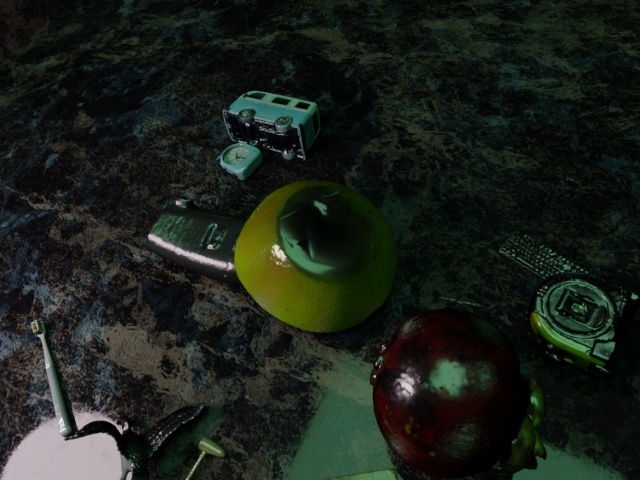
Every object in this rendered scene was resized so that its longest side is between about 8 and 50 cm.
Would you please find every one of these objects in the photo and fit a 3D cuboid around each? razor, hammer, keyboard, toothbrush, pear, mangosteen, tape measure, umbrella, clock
[{"bbox_3d":[-0.281,0.002,1.265,0.326,0.107,0.189,16,61,17],"label":"razor"},{"bbox_3d":[-0.266,0.500,0.977,0.060,0.028,0.195,26,68,20],"label":"hammer"},{"bbox_3d":[0.522,0.058,1.093,0.072,0.023,0.231,-43,58,-14],"label":"keyboard"},{"bbox_3d":[-0.657,0.325,1.181,0.025,0.030,0.342,-34,57,-6],"label":"toothbrush"},{"bbox_3d":[-0.003,0.001,1.104,0.397,0.165,0.400,2,61,-4],"label":"pear"},{"bbox_3d":[0.238,0.272,0.861,0.310,0.311,0.312,-6,55,9],"label":"mangosteen"},{"bbox_3d":[0.511,0.156,0.971,0.186,0.112,0.199,22,68,30],"label":"tape measure"},{"bbox_3d":[0.323,0.141,1.089,0.122,0.013,0.022,15,39,23],"label":"umbrella"},{"bbox_3d":[-0.257,-0.251,1.477,0.147,0.045,0.108,26,65,28],"label":"clock"}]

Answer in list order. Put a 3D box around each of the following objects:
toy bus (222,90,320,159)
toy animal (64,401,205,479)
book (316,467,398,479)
[{"bbox_3d":[-0.142,-0.364,1.476,0.271,0.133,0.165,18,57,21],"label":"toy bus"},{"bbox_3d":[-0.403,0.425,0.999,0.197,0.272,0.161,-22,64,45],"label":"toy animal"},{"bbox_3d":[0.079,0.541,0.863,0.160,0.024,0.229,-12,55,8],"label":"book"}]
